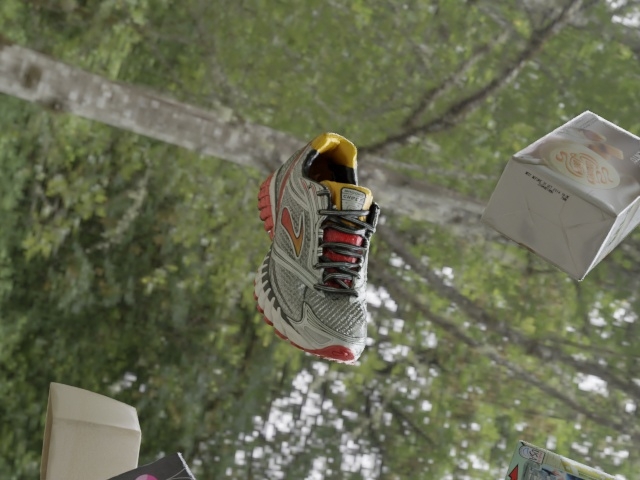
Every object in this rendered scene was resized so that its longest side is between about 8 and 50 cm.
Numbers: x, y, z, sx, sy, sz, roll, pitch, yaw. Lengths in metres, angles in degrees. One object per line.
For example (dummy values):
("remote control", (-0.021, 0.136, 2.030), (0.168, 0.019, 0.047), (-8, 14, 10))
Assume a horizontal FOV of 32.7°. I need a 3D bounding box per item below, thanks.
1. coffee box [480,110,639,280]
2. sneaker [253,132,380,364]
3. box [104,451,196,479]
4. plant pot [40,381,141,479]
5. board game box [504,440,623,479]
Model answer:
("coffee box", (0.319, -0.061, 1.318), (0.141, 0.246, 0.098), (34, -56, 20))
("sneaker", (0.000, 0.000, 0.871), (0.093, 0.088, 0.225), (-49, -144, 35))
("box", (-0.166, 0.267, 0.687), (0.163, 0.247, 0.142), (41, -37, 53))
("plant pot", (-0.249, 0.225, 1.181), (0.109, 0.096, 0.109), (-136, -127, -69))
("board game box", (0.268, 0.354, 1.130), (0.317, 0.213, 0.046), (-52, 158, -55))
